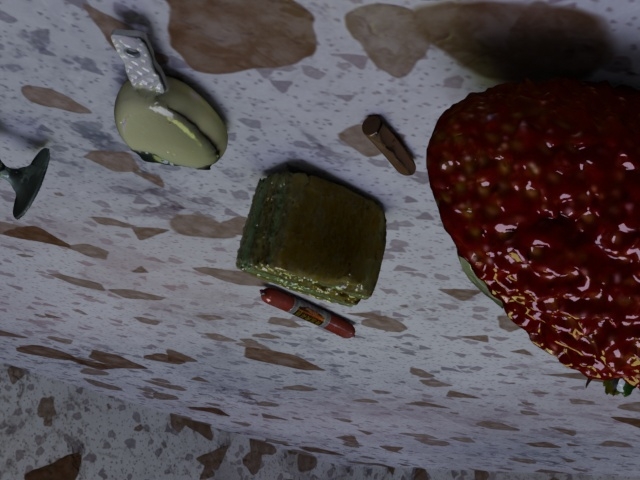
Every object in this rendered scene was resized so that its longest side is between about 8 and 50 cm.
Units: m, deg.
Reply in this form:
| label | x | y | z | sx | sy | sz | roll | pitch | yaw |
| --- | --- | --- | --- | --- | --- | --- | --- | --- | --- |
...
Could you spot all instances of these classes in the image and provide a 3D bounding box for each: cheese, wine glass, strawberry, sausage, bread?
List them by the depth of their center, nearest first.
| label | x | y | z | sx | sy | sz | roll | pitch | yaw |
| --- | --- | --- | --- | --- | --- | --- | --- | --- | --- |
| strawberry | 0.261 | -0.035 | 0.945 | 0.343 | 0.292 | 0.292 | 38 | 156 | -3 |
| cheese | -0.175 | -0.153 | 1.063 | 0.127 | 0.054 | 0.251 | 8 | 159 | 7 |
| sausage | 0.079 | -0.104 | 1.116 | 0.026 | 0.026 | 0.116 | -1 | 158 | 27 |
| wine glass | -0.465 | -0.116 | 1.234 | 0.231 | 0.103 | 0.103 | 26 | 155 | -27 |
| bread | 0.000 | 0.000 | 1.277 | 0.196 | 0.138 | 0.102 | 24 | 166 | -34 |
| sausage | -0.020 | 0.132 | 1.794 | 0.034 | 0.034 | 0.253 | -11 | 151 | 44 |

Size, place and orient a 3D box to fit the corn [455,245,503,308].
| label | x | y | z | sx | sy | sz | roll | pitch | yaw |
| --- | --- | --- | --- | --- | --- | --- | --- | --- | --- |
| corn | 0.272 | 0.038 | 1.261 | 0.122 | 0.123 | 0.305 | 27 | 175 | 41 |

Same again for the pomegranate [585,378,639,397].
| label | x | y | z | sx | sy | sz | roll | pitch | yaw |
| --- | --- | --- | --- | --- | --- | --- | --- | --- | --- |
| pomegranate | 0.396 | 0.079 | 1.159 | 0.210 | 0.235 | 0.210 | 18 | 174 | 2 |
